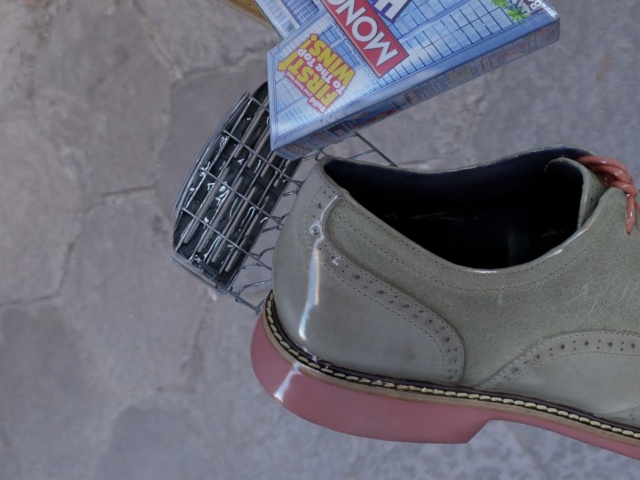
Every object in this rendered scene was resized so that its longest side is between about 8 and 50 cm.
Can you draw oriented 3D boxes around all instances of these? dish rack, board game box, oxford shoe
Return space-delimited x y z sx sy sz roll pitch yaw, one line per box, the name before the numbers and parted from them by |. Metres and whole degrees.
dish rack | 0.000 0.000 0.904 0.074 0.272 0.208 -6 51 59
board game box | 0.021 -0.153 0.692 0.194 0.060 0.194 -38 79 8
oxford shoe | 0.147 0.025 0.506 0.123 0.349 0.130 -110 26 -51

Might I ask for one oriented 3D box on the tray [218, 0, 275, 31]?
tray | -0.059 -0.310 0.913 0.411 0.076 0.202 28 96 -5
